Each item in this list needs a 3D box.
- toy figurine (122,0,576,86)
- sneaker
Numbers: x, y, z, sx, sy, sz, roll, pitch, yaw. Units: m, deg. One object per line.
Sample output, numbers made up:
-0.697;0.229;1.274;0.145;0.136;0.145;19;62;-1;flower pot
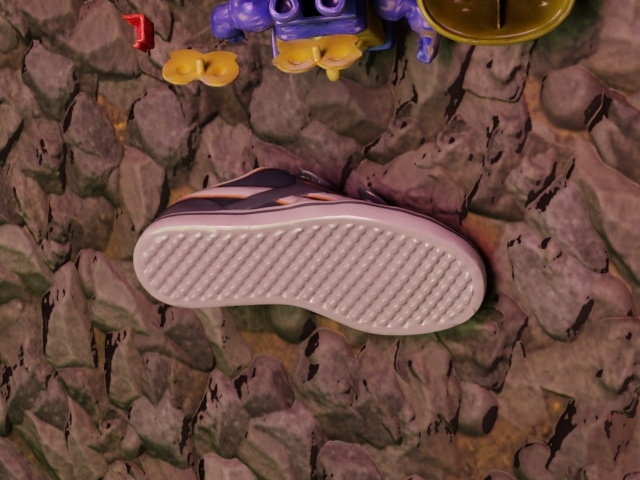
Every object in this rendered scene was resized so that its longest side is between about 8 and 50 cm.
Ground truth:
0.028;-0.225;1.641;0.362;0.217;0.191;-7;86;6;toy figurine
0.000;0.000;1.772;0.321;0.127;0.126;7;118;13;sneaker
